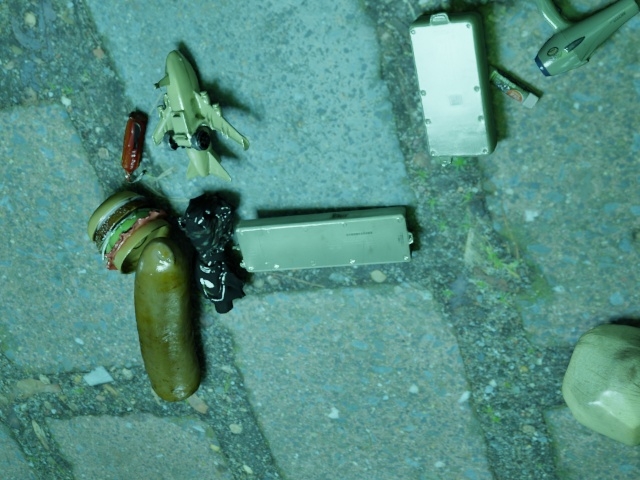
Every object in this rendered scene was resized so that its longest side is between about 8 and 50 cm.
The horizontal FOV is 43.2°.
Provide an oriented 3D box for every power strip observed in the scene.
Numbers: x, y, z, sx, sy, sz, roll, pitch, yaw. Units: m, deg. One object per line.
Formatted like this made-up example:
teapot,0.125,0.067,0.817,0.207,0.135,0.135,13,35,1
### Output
power strip,0.224,-0.253,1.355,0.118,0.046,0.270,1,120,27
power strip,0.000,0.000,1.575,0.367,0.043,0.106,-4,118,13

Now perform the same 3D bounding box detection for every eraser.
eraser,0.316,-0.256,1.342,0.099,0.019,0.027,32,126,-2

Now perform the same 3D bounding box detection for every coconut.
coconut,0.559,0.260,1.460,0.224,0.224,0.224,10,123,15

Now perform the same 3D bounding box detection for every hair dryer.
hair dryer,0.388,-0.370,1.240,0.167,0.067,0.199,-20,97,20

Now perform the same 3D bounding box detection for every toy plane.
toy plane,-0.246,-0.229,1.528,0.242,0.104,0.256,6,130,36

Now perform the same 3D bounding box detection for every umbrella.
umbrella,-0.222,0.033,1.673,0.122,0.110,0.272,1,124,11

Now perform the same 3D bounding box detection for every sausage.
sausage,-0.337,0.175,1.759,0.136,0.123,0.501,44,145,35

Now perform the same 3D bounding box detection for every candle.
candle,-0.376,-0.186,1.637,0.053,0.048,0.162,46,134,33

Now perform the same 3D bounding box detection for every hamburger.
hamburger,-0.403,-0.026,1.676,0.137,0.175,0.175,45,126,11
